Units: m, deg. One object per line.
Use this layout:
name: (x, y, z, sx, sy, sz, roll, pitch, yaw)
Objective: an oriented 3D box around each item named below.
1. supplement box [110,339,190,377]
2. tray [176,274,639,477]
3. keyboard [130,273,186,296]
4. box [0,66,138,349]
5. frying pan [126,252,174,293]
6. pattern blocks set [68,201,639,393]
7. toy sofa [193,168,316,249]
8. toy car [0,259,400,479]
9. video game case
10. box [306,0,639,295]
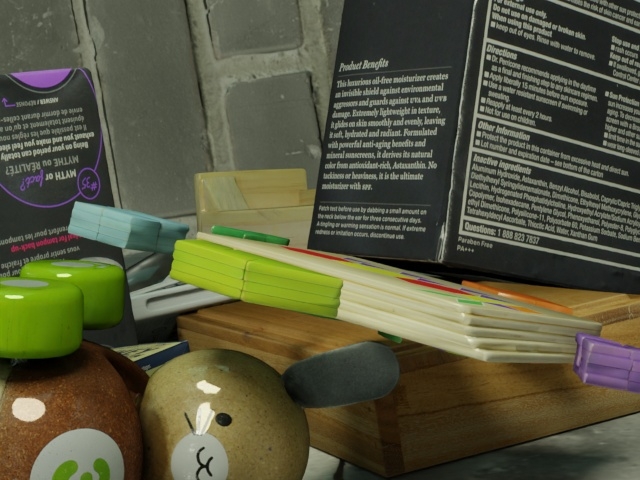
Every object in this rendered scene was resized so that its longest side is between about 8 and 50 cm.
supplement box: (-0.118, 0.111, 0.852, 0.056, 0.083, 0.083, -7, 5, 26)
tray: (0.050, 0.079, 0.999, 0.203, 0.076, 0.411, -11, 4, -21)
keyboard: (-0.121, 0.056, 1.285, 0.072, 0.014, 0.256, -24, -11, 8)
box: (-0.235, 0.030, 0.926, 0.143, 0.270, 0.165, -6, 5, 37)
frying pan: (-0.203, 0.054, 1.605, 0.197, 0.053, 0.326, -32, 1, 16)
pattern blocks set: (0.041, 0.031, 0.689, 0.285, 0.026, 0.325, 11, 4, -43)
toy sofa: (0.000, 0.000, 1.513, 0.150, 0.177, 0.362, -6, 2, -29)
toy car: (-0.059, 0.096, 0.630, 0.189, 0.155, 0.149, 4, 6, 5)
video game case: (-0.122, 0.074, 1.259, 0.206, 0.026, 0.227, -12, -13, -16)
box: (0.171, -0.108, 1.155, 0.296, 0.293, 0.183, 11, -4, -36)
